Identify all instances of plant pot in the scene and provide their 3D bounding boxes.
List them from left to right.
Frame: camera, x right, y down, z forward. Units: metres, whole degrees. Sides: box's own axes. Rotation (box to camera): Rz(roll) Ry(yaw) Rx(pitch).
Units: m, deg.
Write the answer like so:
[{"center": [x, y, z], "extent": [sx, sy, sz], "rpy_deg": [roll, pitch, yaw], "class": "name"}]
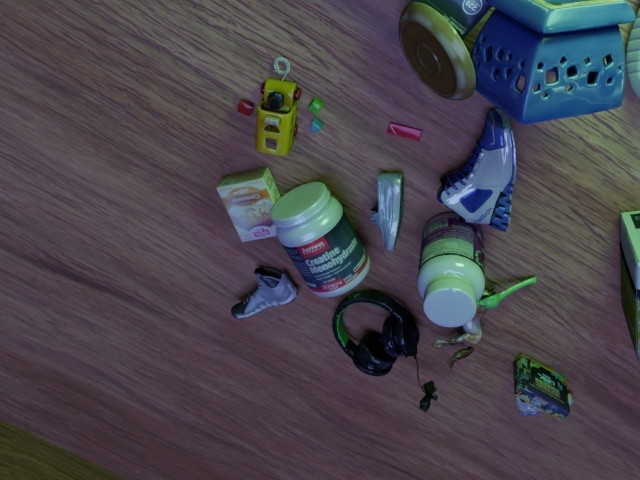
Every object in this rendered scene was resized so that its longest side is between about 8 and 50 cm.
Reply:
[{"center": [0.239, -0.394, 1.358], "extent": [0.032, 0.236, 0.236], "rpy_deg": [-36, 116, -7], "class": "plant pot"}, {"center": [0.451, -0.384, 1.253], "extent": [0.235, 0.236, 0.212], "rpy_deg": [-11, 129, -14], "class": "plant pot"}]

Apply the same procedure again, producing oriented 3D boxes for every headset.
[{"center": [0.200, 0.333, 1.914], "extent": [0.394, 0.185, 0.243], "rpy_deg": [43, 125, -5], "class": "headset"}]

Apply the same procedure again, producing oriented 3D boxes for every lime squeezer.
[{"center": [0.434, 0.130, 1.761], "extent": [0.310, 0.059, 0.110], "rpy_deg": [9, 92, 8], "class": "lime squeezer"}]

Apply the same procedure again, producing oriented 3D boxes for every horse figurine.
[{"center": [0.418, 0.251, 1.869], "extent": [0.174, 0.066, 0.263], "rpy_deg": [-6, 117, -1], "class": "horse figurine"}]

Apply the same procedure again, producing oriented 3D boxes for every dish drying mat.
[{"center": [0.209, -0.270, 1.581], "extent": [0.083, 0.008, 0.032], "rpy_deg": [15, 127, 2], "class": "dish drying mat"}]

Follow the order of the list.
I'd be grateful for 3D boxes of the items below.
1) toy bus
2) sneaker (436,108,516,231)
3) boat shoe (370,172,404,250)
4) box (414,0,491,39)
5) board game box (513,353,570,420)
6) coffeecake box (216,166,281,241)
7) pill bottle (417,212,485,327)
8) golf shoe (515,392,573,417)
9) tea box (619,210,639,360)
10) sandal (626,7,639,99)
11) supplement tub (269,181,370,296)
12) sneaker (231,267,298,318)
[{"center": [-0.109, -0.309, 1.567], "extent": [0.191, 0.104, 0.202], "rpy_deg": [-30, 115, 30], "class": "toy bus"}, {"center": [0.376, -0.153, 1.552], "extent": [0.182, 0.127, 0.316], "rpy_deg": [0, 127, 11], "class": "sneaker"}, {"center": [0.175, -0.078, 1.694], "extent": [0.081, 0.079, 0.228], "rpy_deg": [9, 121, 15], "class": "boat shoe"}, {"center": [0.253, -0.571, 1.293], "extent": [0.261, 0.103, 0.184], "rpy_deg": [34, 129, -12], "class": "box"}, {"center": [0.662, 0.438, 1.909], "extent": [0.170, 0.141, 0.048], "rpy_deg": [29, 127, -9], "class": "board game box"}, {"center": [-0.182, -0.097, 1.763], "extent": [0.142, 0.068, 0.186], "rpy_deg": [-10, 123, 19], "class": "coffeecake box"}, {"center": [0.333, 0.074, 1.618], "extent": [0.169, 0.302, 0.169], "rpy_deg": [7, 127, 9], "class": "pill bottle"}, {"center": [0.699, 0.501, 1.996], "extent": [0.176, 0.069, 0.086], "rpy_deg": [-21, 112, 25], "class": "golf shoe"}, {"center": [0.924, 0.098, 1.546], "extent": [0.328, 0.220, 0.324], "rpy_deg": [-8, 124, 18], "class": "tea box"}, {"center": [0.720, -0.466, 1.251], "extent": [0.102, 0.169, 0.417], "rpy_deg": [-22, 127, -20], "class": "sandal"}, {"center": [0.000, 0.000, 1.714], "extent": [0.191, 0.191, 0.272], "rpy_deg": [-17, 120, 24], "class": "supplement tub"}, {"center": [-0.191, 0.147, 1.945], "extent": [0.228, 0.086, 0.132], "rpy_deg": [-20, 114, 14], "class": "sneaker"}]
